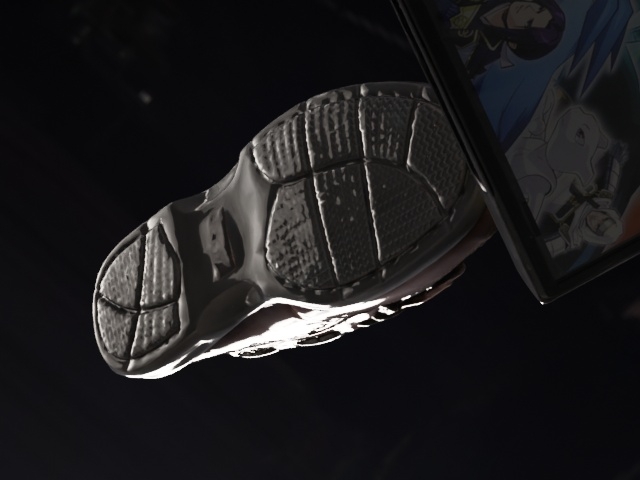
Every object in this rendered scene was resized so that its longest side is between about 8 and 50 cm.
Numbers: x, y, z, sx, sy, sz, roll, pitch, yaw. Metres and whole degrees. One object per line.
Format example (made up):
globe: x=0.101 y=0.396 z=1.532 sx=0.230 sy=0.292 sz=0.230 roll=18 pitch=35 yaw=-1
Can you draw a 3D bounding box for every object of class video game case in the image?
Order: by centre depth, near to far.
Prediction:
video game case: x=0.162 y=-0.130 z=0.663 sx=0.275 sy=0.248 sz=0.035 roll=-29 pitch=-143 yaw=0

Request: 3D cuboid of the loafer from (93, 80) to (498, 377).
loafer: x=0.000 y=0.000 z=0.875 sx=0.302 sy=0.095 sz=0.109 roll=-25 pitch=-114 yaw=44
